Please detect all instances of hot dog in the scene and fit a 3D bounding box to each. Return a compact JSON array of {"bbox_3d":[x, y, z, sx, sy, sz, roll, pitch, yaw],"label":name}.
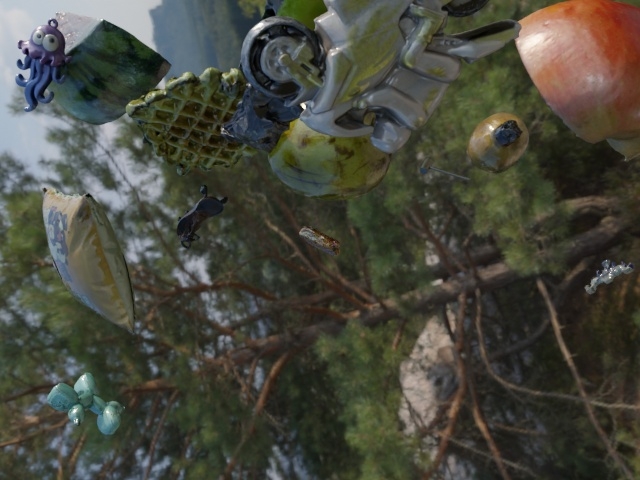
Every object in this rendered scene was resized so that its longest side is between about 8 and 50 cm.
[{"bbox_3d":[0.001,-0.001,1.549,0.062,0.038,0.144,42,170,-38],"label":"hot dog"}]

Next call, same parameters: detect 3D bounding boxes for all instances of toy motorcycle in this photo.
[{"bbox_3d":[0.087,-0.225,0.804,0.223,0.341,0.108,63,178,-25],"label":"toy motorcycle"}]

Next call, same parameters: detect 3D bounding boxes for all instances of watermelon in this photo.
[{"bbox_3d":[-0.500,-0.420,1.495,0.213,0.262,0.201,36,-148,-56],"label":"watermelon"}]

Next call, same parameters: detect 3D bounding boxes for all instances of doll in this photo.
[{"bbox_3d":[-0.525,0.381,1.487,0.158,0.059,0.159,45,-165,17],"label":"doll"},{"bbox_3d":[-0.584,-0.365,1.356,0.067,0.110,0.206,-103,32,-71],"label":"doll"}]

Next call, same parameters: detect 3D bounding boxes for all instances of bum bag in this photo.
[{"bbox_3d":[-0.106,-0.213,1.142,0.248,0.102,0.069,158,121,-68],"label":"bum bag"}]

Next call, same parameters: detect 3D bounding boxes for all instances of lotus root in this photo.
[{"bbox_3d":[0.536,-0.296,1.932,0.310,0.183,0.182,7,-111,-83],"label":"lotus root"}]

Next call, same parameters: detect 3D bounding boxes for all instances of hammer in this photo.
[{"bbox_3d":[0.275,-0.151,1.415,0.035,0.110,0.019,-58,-22,-34],"label":"hammer"}]

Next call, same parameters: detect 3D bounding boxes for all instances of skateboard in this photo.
[{"bbox_3d":[-0.274,-0.046,1.455,0.067,0.151,0.080,28,-147,-32],"label":"skateboard"}]

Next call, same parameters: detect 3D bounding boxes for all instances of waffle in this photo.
[{"bbox_3d":[-0.256,-0.265,1.455,0.317,0.297,0.073,57,-161,-61],"label":"waffle"}]

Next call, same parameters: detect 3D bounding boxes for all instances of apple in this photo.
[{"bbox_3d":[0.451,-0.269,0.985,0.163,0.293,0.251,-36,60,36],"label":"apple"}]

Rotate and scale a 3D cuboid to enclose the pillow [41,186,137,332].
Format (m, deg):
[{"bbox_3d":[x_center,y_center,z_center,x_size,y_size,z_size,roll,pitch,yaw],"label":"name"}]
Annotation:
[{"bbox_3d":[-0.520,0.034,1.439,0.310,0.119,0.312,9,119,49],"label":"pillow"}]

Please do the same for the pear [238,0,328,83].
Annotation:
[{"bbox_3d":[-0.004,-0.497,1.514,0.165,0.399,0.399,35,168,4],"label":"pear"}]

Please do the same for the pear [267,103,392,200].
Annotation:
[{"bbox_3d":[0.021,-0.217,1.467,0.283,0.284,0.283,167,90,-84],"label":"pear"}]

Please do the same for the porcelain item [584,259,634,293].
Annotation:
[{"bbox_3d":[0.728,0.077,1.638,0.136,0.021,0.075,-42,22,41],"label":"porcelain item"}]
